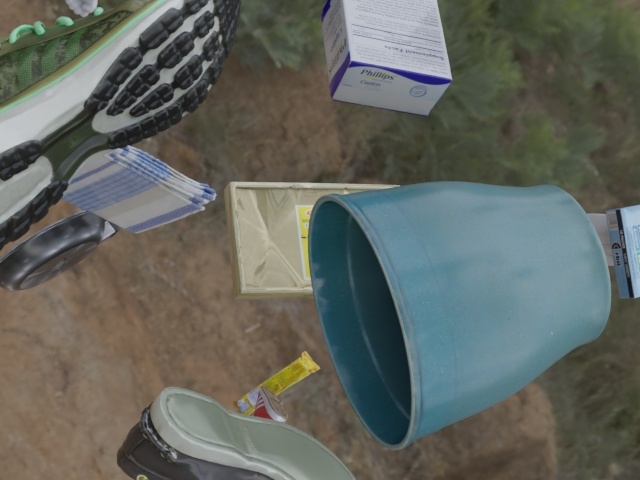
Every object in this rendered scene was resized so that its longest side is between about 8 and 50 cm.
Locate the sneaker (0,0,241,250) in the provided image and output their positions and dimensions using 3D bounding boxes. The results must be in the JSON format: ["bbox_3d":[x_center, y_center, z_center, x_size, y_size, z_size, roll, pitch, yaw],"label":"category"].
[{"bbox_3d":[-0.256,-0.165,1.014,0.182,0.410,0.158,44,-20,20],"label":"sneaker"}]

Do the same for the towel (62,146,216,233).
[{"bbox_3d":[-0.303,-0.094,1.403,0.285,0.209,0.034,29,61,-32],"label":"towel"}]

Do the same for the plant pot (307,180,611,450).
[{"bbox_3d":[0.152,0.053,1.136,0.272,0.255,0.271,165,-90,-73],"label":"plant pot"}]

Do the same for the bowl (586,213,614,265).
[{"bbox_3d":[0.546,0.005,1.982,0.142,0.142,0.053,44,59,-48],"label":"bowl"}]

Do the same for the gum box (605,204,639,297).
[{"bbox_3d":[0.594,0.010,1.877,0.184,0.041,0.156,-10,91,-28],"label":"gum box"}]

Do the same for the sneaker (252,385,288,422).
[{"bbox_3d":[-0.086,0.259,1.563,0.042,0.067,0.118,37,3,-14],"label":"sneaker"}]

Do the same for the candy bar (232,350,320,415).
[{"bbox_3d":[-0.076,0.243,1.789,0.040,0.161,0.018,52,-19,15],"label":"candy bar"}]

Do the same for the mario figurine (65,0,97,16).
[{"bbox_3d":[-0.431,-0.505,1.908,0.198,0.321,0.170,1,87,-68],"label":"mario figurine"}]

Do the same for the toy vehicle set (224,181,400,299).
[{"bbox_3d":[0.000,0.000,1.540,0.267,0.035,0.165,0,71,-20],"label":"toy vehicle set"}]

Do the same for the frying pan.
[{"bbox_3d":[-0.372,0.006,1.626,0.053,0.197,0.326,57,25,6],"label":"frying pan"}]

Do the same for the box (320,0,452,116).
[{"bbox_3d":[0.073,-0.224,1.225,0.126,0.072,0.137,7,55,-19],"label":"box"}]

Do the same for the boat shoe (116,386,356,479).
[{"bbox_3d":[-0.059,0.188,0.865,0.228,0.068,0.081,31,21,-34],"label":"boat shoe"}]
